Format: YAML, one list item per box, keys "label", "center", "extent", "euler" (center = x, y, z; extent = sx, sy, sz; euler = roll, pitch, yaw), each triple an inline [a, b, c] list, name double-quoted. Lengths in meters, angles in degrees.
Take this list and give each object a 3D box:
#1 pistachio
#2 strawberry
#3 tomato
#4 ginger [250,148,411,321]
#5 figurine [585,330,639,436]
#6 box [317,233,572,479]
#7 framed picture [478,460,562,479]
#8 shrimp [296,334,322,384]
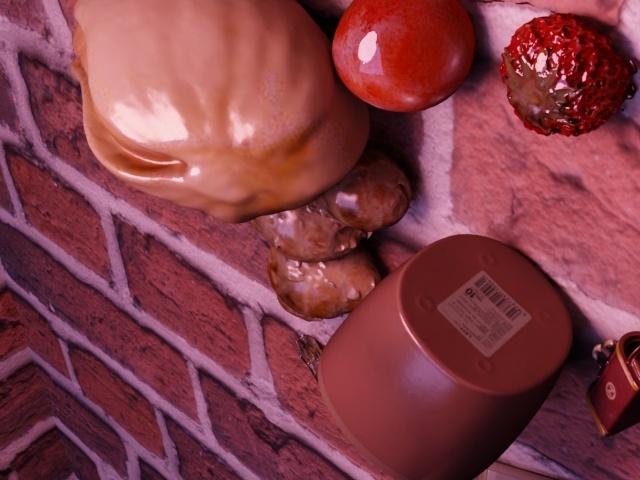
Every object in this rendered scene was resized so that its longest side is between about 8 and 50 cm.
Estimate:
- label: "pistachio"
  center: [-0.140, -0.204, 1.228]
  extent: [0.445, 0.365, 0.281]
  euler: [40, 143, 25]
- label: "strawberry"
  center: [0.256, -0.172, 1.007]
  extent: [0.145, 0.086, 0.145]
  euler: [34, 140, 34]
- label: "tomato"
  center: [0.091, -0.234, 1.113]
  extent: [0.167, 0.167, 0.167]
  euler: [33, 141, 32]
- label: "ginger"
  center: [0.000, 0.000, 1.419]
  extent: [0.256, 0.176, 0.375]
  euler: [25, 138, 17]
- label: "figurine"
  center: [0.378, 0.157, 1.154]
  extent: [0.098, 0.082, 0.154]
  euler: [59, 153, 35]
- label: "box"
  center: [0.172, 0.144, 1.220]
  extent: [0.301, 0.301, 0.216]
  euler: [46, 138, 16]
- label: "framed picture"
  center: [0.312, 0.498, 1.431]
  extent: [0.213, 0.016, 0.289]
  euler: [4, 87, 52]
- label: "shrimp"
  center: [0.038, 0.258, 1.701]
  extent: [0.219, 0.046, 0.152]
  euler: [56, 149, -6]
